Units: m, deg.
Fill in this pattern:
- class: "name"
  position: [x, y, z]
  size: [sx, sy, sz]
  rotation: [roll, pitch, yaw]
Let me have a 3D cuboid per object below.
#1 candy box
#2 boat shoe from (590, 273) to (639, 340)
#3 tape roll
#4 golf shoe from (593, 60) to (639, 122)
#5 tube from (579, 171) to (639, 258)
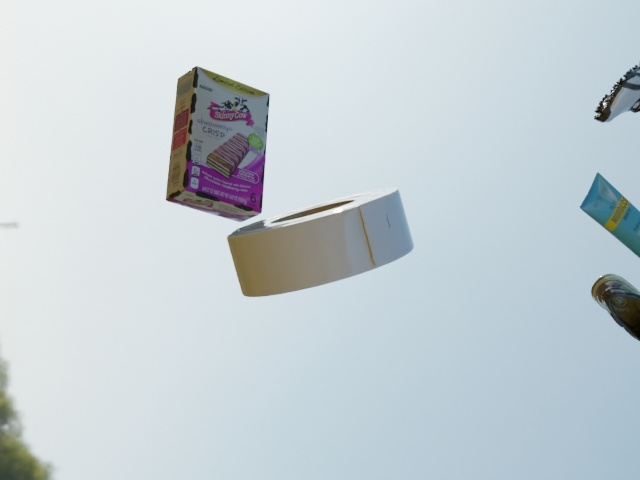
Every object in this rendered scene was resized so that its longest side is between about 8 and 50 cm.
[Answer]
- class: "candy box"
  position: [-0.175, -0.165, 1.817]
  size: [0.071, 0.159, 0.234]
  rotation: [-21, -120, 49]
- class: "boat shoe"
  position: [0.541, 0.138, 1.714]
  size: [0.080, 0.223, 0.073]
  rotation: [-52, -167, 22]
- class: "tape roll"
  position: [0.000, 0.000, 1.634]
  size: [0.286, 0.286, 0.100]
  rotation: [-1, -75, 68]
- class: "golf shoe"
  position: [0.525, -0.238, 1.700]
  size: [0.094, 0.198, 0.077]
  rotation: [46, -27, 7]
- class: "tube"
  position: [0.496, -0.014, 1.648]
  size: [0.052, 0.207, 0.080]
  rotation: [-40, -168, 53]
